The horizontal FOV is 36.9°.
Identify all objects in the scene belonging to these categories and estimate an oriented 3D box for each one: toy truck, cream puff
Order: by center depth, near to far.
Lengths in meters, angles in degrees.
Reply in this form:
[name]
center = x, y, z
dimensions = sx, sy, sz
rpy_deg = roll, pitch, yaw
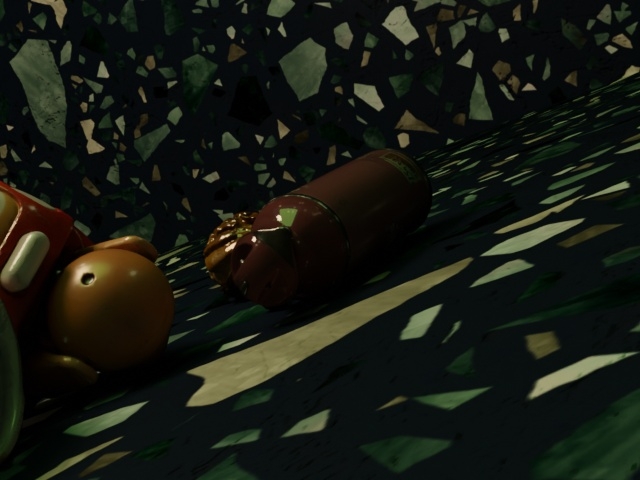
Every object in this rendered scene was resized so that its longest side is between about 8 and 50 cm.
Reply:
[toy truck]
center = -0.279, 0.046, 0.930
dimensions = 0.239, 0.265, 0.189
rpy_deg = -18, 43, 48
[cream puff]
center = -0.086, 0.015, 1.197
dimensions = 0.119, 0.104, 0.133
rpy_deg = -30, 6, -9

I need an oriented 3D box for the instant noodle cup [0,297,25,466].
[instant noodle cup]
center = -0.386, 0.117, 0.759
dimensions = 0.231, 0.243, 0.243
rpy_deg = -15, 6, 7

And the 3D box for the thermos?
[thermos]
center = -0.001, -0.008, 1.018
dimensions = 0.136, 0.109, 0.330
rpy_deg = -18, 7, 31
